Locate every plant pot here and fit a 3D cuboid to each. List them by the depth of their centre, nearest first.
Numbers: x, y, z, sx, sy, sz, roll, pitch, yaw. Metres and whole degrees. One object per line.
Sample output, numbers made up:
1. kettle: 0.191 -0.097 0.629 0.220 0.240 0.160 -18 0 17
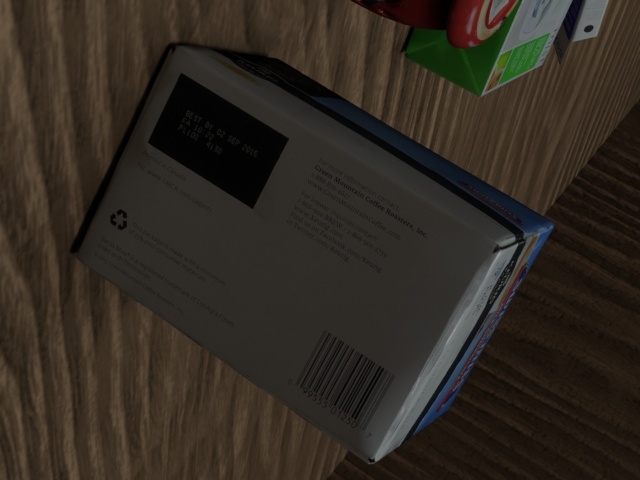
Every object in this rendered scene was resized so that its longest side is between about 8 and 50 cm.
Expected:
1. plant pot: 0.127 -0.305 1.397 0.191 0.174 0.191 -53 164 -23

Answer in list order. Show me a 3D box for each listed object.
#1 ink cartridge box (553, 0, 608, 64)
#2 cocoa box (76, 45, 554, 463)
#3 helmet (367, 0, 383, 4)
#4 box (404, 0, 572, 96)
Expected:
1. ink cartridge box: 0.365 -0.394 1.940 0.208 0.045 0.206 103 -16 -50
2. cocoa box: 0.000 0.000 1.269 0.231 0.347 0.228 -62 164 15
3. helmet: 0.062 -0.316 1.234 0.161 0.169 0.169 -42 165 8
4. box: 0.247 -0.346 1.754 0.231 0.126 0.262 -29 146 -56
